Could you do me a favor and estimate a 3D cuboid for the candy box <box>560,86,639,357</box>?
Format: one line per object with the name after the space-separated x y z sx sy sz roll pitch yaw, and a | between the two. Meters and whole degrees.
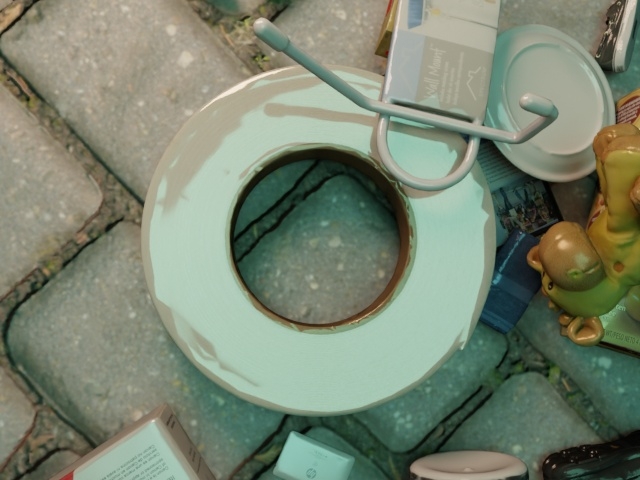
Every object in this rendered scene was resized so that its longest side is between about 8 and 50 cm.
0.425 -0.010 0.842 0.183 0.087 0.316 17 84 -4 | candy box

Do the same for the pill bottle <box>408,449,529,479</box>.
0.168 0.364 0.757 0.131 0.130 0.245 -2 86 -7 | pill bottle

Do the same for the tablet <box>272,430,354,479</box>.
-0.007 0.260 0.806 0.083 0.006 0.054 25 83 -4 | tablet

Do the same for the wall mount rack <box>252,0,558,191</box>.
0.096 -0.241 0.714 0.304 0.130 0.350 12 75 -7 | wall mount rack

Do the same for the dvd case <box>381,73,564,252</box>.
0.170 -0.102 0.852 0.180 0.022 0.253 -22 88 -9 | dvd case

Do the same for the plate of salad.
0.270 -0.165 0.846 0.200 0.048 0.199 4 78 -18 | plate of salad

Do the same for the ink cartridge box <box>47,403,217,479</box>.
-0.174 0.342 0.723 0.197 0.114 0.272 -33 89 -8 | ink cartridge box

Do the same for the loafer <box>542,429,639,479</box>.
0.373 0.273 0.822 0.223 0.076 0.078 -12 92 -3 | loafer

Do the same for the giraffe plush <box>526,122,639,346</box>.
0.303 0.008 0.734 0.170 0.181 0.210 -31 106 19 | giraffe plush

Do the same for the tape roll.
0.000 0.000 0.783 0.392 0.072 0.391 0 86 -3 | tape roll

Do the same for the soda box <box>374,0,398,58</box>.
0.119 -0.303 0.832 0.058 0.061 0.181 17 76 -5 | soda box

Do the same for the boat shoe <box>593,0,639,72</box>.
0.380 -0.280 0.883 0.040 0.049 0.142 11 78 34 | boat shoe

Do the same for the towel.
0.226 0.048 0.833 0.067 0.029 0.119 32 95 -9 | towel
